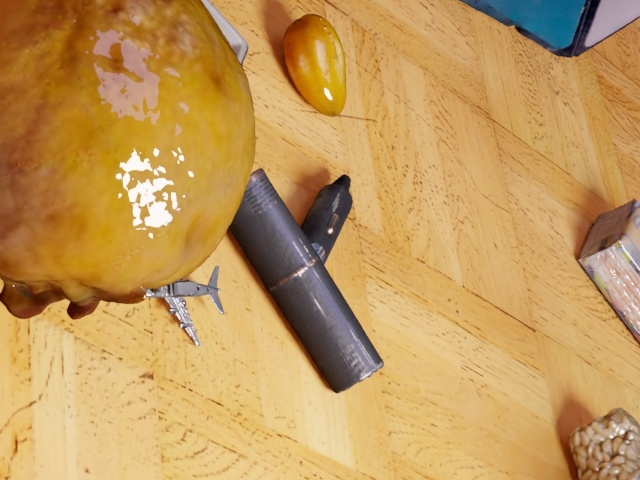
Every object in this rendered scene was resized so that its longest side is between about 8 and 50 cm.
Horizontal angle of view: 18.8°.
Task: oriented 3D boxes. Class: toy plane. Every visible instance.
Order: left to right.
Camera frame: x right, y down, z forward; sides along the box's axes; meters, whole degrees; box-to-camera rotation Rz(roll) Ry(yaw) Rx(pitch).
[{"bbox_3d":[-0.095,0.034,1.313,0.084,0.024,0.078,4,78,-56],"label":"toy plane"}]

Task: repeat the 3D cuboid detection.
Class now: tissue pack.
[{"bbox_3d":[0.326,0.043,1.915,0.148,0.060,0.109,52,31,-10],"label":"tissue pack"}]

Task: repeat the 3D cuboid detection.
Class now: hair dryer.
[{"bbox_3d":[0.009,0.011,1.480,0.173,0.050,0.195,60,26,-3],"label":"hair dryer"}]

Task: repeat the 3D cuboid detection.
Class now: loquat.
[{"bbox_3d":[-0.144,-0.076,1.164,0.238,0.193,0.238,27,58,-55],"label":"loquat"}]

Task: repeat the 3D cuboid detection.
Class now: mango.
[{"bbox_3d":[-0.001,-0.144,1.602,0.060,0.046,0.089,-5,71,-59],"label":"mango"}]

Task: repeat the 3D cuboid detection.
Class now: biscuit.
[{"bbox_3d":[0.268,0.227,1.647,0.082,0.070,0.168,29,38,-55],"label":"biscuit"}]

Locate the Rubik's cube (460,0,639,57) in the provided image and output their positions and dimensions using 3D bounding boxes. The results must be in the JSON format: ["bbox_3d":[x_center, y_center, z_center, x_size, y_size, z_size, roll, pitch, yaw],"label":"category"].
[{"bbox_3d":[0.265,-0.411,2.008,0.310,0.307,0.305,18,46,-51],"label":"Rubik's cube"}]

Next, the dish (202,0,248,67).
[{"bbox_3d":[-0.118,-0.116,1.363,0.151,0.077,0.212,48,31,-19],"label":"dish"}]
